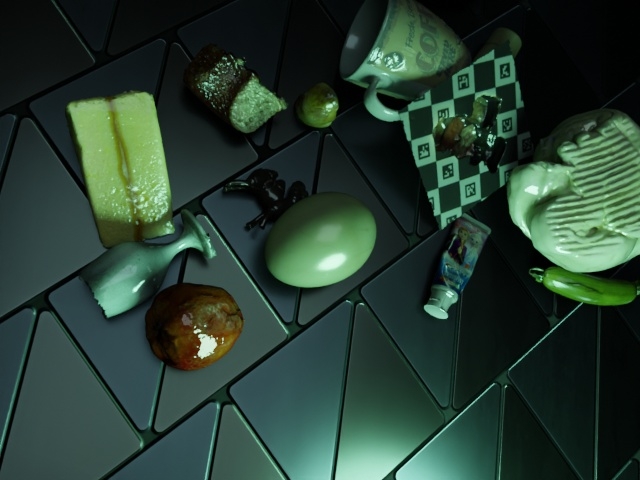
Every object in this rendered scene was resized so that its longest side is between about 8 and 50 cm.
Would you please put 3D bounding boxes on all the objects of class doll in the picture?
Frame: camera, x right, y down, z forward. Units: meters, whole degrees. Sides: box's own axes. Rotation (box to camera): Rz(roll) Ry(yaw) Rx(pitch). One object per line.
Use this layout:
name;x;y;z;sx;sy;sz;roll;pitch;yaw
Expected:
doll;-0.105;-0.097;1.344;0.165;0.057;0.139;-31;86;-29

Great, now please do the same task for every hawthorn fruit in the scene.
hawthorn fruit;-0.244;0.158;1.196;0.173;0.173;0.179;44;48;-3

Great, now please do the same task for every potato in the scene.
potato;-0.011;-0.303;1.392;0.067;0.103;0.096;-28;85;-23

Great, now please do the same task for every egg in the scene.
egg;0.000;0.000;1.280;0.242;0.186;0.185;-27;86;-18

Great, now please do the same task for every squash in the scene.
squash;0.653;0.112;1.505;0.319;0.071;0.080;8;75;-14

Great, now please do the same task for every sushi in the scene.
sushi;0.335;-0.243;1.457;0.339;0.069;0.320;-35;119;-17

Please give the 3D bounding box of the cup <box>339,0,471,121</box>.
cup;0.198;-0.389;1.406;0.257;0.227;0.300;19;66;-17

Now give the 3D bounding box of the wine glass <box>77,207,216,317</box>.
wine glass;-0.334;0.044;1.207;0.241;0.126;0.126;-32;88;-23

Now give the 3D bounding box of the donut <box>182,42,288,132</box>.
donut;-0.188;-0.319;1.344;0.126;0.144;0.186;-51;125;-14

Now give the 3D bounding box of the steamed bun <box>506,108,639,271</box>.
steamed bun;0.605;-0.100;1.456;0.339;0.247;0.352;-28;83;-3

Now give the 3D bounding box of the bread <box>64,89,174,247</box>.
bread;-0.377;-0.137;1.216;0.168;0.163;0.263;-16;83;-20

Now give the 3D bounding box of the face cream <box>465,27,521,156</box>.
face cream;0.382;-0.368;1.539;0.137;0.084;0.341;36;77;-16

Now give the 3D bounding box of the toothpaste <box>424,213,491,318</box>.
toothpaste;0.312;0.053;1.435;0.096;0.061;0.266;32;65;-6
